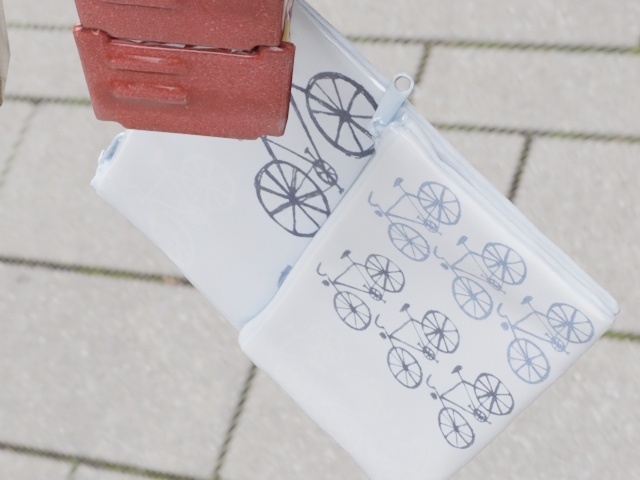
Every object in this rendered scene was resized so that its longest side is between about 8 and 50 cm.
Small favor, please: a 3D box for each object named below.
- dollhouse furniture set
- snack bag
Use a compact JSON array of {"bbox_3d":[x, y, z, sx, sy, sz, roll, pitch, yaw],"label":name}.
[{"bbox_3d":[-0.184,-0.187,0.998,0.374,0.152,0.201,4,54,3],"label":"dollhouse furniture set"},{"bbox_3d":[0.000,0.000,1.188,0.342,0.323,0.037,46,56,6],"label":"snack bag"}]
